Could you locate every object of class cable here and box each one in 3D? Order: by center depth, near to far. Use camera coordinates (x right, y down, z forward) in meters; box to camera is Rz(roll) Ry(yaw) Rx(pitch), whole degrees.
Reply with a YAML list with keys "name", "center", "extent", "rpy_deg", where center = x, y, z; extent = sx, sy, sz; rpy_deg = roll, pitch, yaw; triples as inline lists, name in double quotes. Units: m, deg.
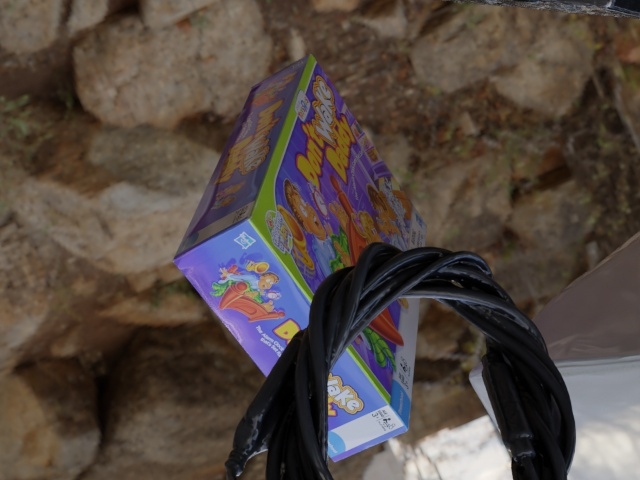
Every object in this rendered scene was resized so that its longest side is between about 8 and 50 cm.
- name: "cable"
  center: [0.052, 0.080, 0.539]
  extent: [0.184, 0.150, 0.047]
  rpy_deg: [-55, 171, -33]

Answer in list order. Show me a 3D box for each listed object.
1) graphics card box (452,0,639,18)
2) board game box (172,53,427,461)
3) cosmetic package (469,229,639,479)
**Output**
- name: "graphics card box"
  center: [0.156, -0.346, 0.783]
  extent: [0.232, 0.371, 0.094]
  rpy_deg: [18, -165, 42]
- name: "board game box"
  center: [0.000, 0.000, 1.061]
  extent: [0.078, 0.233, 0.347]
  rpy_deg: [-27, -157, 22]
- name: "cosmetic package"
  center: [0.428, 0.194, 1.105]
  extent: [0.329, 0.394, 0.327]
  rpy_deg: [-35, -172, -29]
